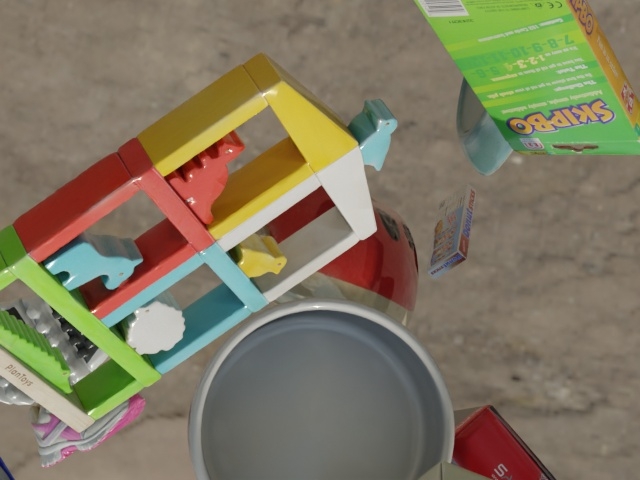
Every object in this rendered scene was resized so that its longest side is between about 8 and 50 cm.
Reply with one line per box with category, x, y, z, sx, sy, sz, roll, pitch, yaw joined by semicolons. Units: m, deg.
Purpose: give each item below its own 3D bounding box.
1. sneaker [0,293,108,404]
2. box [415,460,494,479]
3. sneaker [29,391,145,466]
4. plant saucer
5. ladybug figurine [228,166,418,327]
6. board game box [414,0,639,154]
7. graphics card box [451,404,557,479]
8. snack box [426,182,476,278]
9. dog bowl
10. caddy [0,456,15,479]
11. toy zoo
sneaker;-0.330;0.119;1.460;0.292;0.118;0.110;-22;99;15
box;0.199;0.320;1.280;0.311;0.121;0.148;24;139;-18
sneaker;-0.386;0.275;2.319;0.252;0.103;0.111;-27;94;35
plant saucer;0.218;-0.229;1.637;0.044;0.317;0.317;19;153;-7
ladybug figurine;0.000;0.000;1.891;0.305;0.162;0.449;35;-174;15
board game box;0.170;-0.147;1.165;0.124;0.039;0.259;2;149;32
graphics card box;0.224;0.344;1.993;0.233;0.094;0.371;50;167;-1
snack box;0.199;-0.016;2.203;0.064;0.178;0.022;-34;114;31
dog bowl;-0.003;0.193;1.477;0.265;0.265;0.104;16;170;-6
caddy;-0.493;0.377;1.987;0.179;0.341;0.241;-38;170;10
toy zoo;-0.080;-0.002;0.914;0.293;0.030;0.192;-35;146;1
